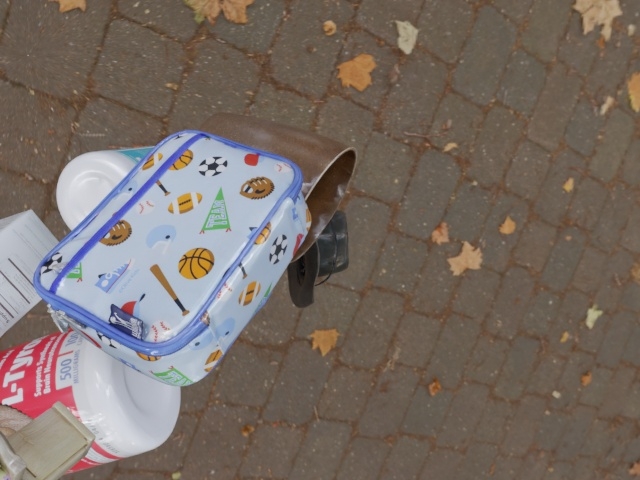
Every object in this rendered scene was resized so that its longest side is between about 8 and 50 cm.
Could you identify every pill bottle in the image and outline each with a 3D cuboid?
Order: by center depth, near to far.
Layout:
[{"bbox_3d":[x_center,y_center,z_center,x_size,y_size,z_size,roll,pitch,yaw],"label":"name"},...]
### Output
[{"bbox_3d":[-0.465,0.279,0.900,0.408,0.229,0.229,-19,118,9],"label":"pill bottle"},{"bbox_3d":[-0.311,-0.087,0.931,0.146,0.264,0.146,2,103,11],"label":"pill bottle"}]

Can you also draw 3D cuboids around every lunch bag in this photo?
[{"bbox_3d":[-0.172,0.006,0.639,0.303,0.243,0.115,-54,154,-29],"label":"lunch bag"}]

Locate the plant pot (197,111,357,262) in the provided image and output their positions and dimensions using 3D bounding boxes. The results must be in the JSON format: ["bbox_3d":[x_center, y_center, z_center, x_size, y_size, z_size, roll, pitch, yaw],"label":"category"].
[{"bbox_3d":[-0.093,-0.112,0.898,0.215,0.231,0.215,-54,167,-19],"label":"plant pot"}]

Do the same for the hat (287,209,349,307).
[{"bbox_3d":[0.000,0.000,1.255,0.134,0.331,0.331,-6,110,-15],"label":"hat"}]

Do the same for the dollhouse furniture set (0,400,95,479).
[{"bbox_3d":[-0.257,0.113,0.328,0.101,0.161,0.182,-56,171,33],"label":"dollhouse furniture set"}]

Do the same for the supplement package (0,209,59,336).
[{"bbox_3d":[-0.573,0.078,0.922,0.133,0.139,0.244,60,41,-25],"label":"supplement package"}]

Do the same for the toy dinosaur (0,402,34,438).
[{"bbox_3d":[-0.430,0.242,0.589,0.296,0.200,0.127,-30,138,-49],"label":"toy dinosaur"}]
